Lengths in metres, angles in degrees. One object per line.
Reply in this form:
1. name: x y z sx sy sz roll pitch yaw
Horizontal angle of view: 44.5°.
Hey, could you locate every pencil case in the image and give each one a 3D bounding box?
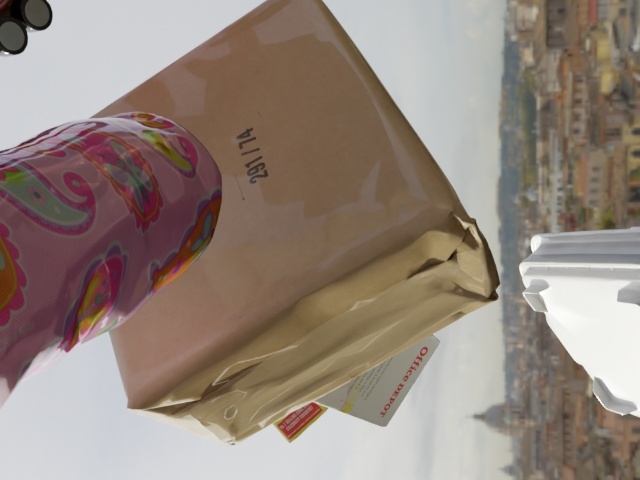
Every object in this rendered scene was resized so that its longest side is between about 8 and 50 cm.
1. pencil case: -0.150 0.005 0.409 0.284 0.124 0.124 -50 -41 -68

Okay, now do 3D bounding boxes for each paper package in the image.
1. paper package: -0.051 -0.025 0.722 0.168 0.309 0.325 51 -170 -54

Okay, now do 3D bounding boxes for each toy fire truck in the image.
1. toy fire truck: -0.534 -0.365 1.129 0.217 0.158 0.246 -59 -45 -31

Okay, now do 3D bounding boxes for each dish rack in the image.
1. dish rack: 0.363 0.119 0.885 0.285 0.072 0.333 52 170 -7

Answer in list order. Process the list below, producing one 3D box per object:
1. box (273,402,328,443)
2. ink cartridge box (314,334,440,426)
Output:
1. box: -0.091 0.202 1.239 0.232 0.087 0.058 49 -168 5
2. ink cartridge box: 0.021 0.115 0.919 0.176 0.127 0.128 29 -83 -33
